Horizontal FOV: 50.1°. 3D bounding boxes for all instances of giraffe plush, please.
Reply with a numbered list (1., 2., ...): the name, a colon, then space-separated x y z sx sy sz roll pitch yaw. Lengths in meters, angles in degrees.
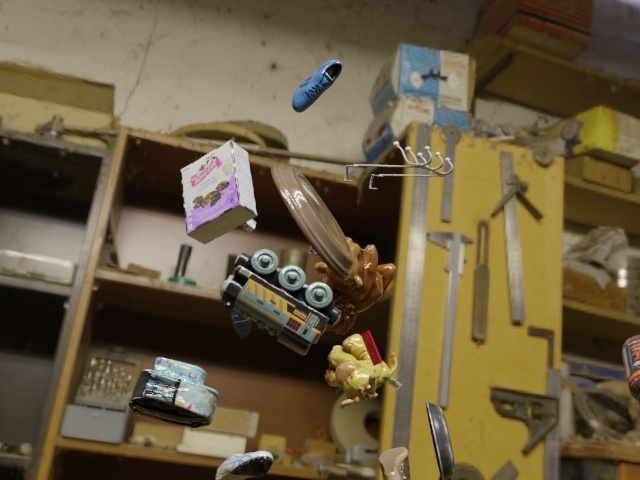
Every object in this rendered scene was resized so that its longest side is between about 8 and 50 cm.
1. giraffe plush: 0.099 0.363 1.800 0.210 0.182 0.170 17 11 17

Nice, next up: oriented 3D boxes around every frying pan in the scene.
1. frying pan: 0.301 0.550 1.667 0.053 0.326 0.197 -12 2 4

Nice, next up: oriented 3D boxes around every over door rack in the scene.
1. over door rack: 0.269 -0.265 2.384 0.324 0.108 0.239 -9 -8 29

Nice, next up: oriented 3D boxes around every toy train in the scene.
1. toy train: -0.112 0.166 1.882 0.333 0.190 0.142 31 -26 4

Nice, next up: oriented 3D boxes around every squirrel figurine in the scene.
1. squirrel figurine: 0.089 0.180 2.614 0.280 0.397 0.370 26 -6 11

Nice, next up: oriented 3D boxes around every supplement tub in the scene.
1. supplement tub: 0.823 0.336 1.718 0.105 0.198 0.106 7 -55 10

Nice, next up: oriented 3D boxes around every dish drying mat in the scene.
1. dish drying mat: 0.124 0.261 1.660 0.008 0.083 0.032 -12 -16 -41

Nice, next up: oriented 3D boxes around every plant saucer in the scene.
1. plant saucer: -0.009 -0.045 1.405 0.041 0.278 0.278 -33 -29 9

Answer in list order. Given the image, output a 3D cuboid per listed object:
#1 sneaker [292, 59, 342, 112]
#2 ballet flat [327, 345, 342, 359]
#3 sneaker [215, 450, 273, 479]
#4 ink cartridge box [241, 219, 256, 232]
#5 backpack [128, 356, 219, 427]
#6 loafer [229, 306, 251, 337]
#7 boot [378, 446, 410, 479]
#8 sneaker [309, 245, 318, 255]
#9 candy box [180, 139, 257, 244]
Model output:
1. sneaker: -0.011 -0.493 2.175 0.069 0.209 0.082 44 -3 -18
2. ballet flat: 0.057 0.391 2.332 0.070 0.070 0.188 8 -24 -1
3. sneaker: -0.207 0.599 1.835 0.085 0.086 0.237 29 -45 -25
4. ink cartridge box: -0.277 -0.071 2.504 0.083 0.048 0.028 39 -64 -18
5. backpack: -0.447 0.491 2.168 0.253 0.191 0.225 19 -28 0
6. loafer: -0.268 0.235 2.242 0.062 0.170 0.061 -7 -8 -23
7. boot: 0.237 0.747 2.040 0.090 0.207 0.248 -14 2 12
8. sneaker: 0.000 0.000 1.923 0.047 0.119 0.057 15 -59 8
9. candy box: -0.245 -0.115 1.635 0.164 0.196 0.070 -27 -35 22
